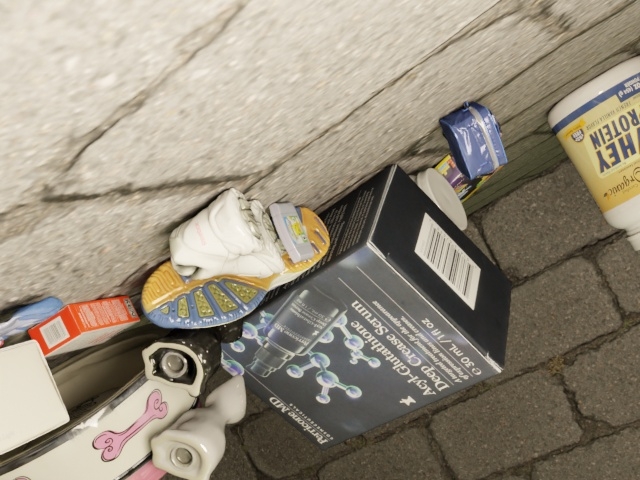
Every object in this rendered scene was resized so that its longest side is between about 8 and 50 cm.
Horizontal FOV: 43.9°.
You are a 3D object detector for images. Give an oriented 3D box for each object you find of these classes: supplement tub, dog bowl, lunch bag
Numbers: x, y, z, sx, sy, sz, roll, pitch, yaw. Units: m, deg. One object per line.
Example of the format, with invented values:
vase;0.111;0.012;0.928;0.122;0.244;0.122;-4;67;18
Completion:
supplement tub;0.141;-0.025;1.396;0.199;0.144;0.144;-32;172;26
supplement tub;0.602;-0.163;1.500;0.228;0.316;0.228;-28;173;-4
dog bowl;-0.361;0.293;1.210;0.407;0.150;0.408;-27;-168;6
lunch bag;0.208;-0.139;1.065;0.065;0.098;0.067;-26;-157;0

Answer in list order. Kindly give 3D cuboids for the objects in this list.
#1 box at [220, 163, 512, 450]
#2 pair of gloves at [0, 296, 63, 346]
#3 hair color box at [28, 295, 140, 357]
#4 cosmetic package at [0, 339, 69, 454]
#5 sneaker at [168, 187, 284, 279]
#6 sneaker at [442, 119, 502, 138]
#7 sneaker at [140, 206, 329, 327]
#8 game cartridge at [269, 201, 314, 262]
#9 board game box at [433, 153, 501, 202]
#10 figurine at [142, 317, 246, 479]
box;0.058;0.122;1.286;0.395;0.293;0.212;-34;-159;37
pair of gloves;-0.377;0.110;0.845;0.198;0.023;0.159;-27;176;19
hair color box;-0.308;0.112;1.047;0.072;0.043;0.141;-30;172;15
cosmetic package;-0.474;0.238;0.946;0.309;0.113;0.160;-26;175;26
sneaker;-0.115;0.005;0.927;0.115;0.090;0.232;-22;165;5
sneaker;0.236;-0.158;1.200;0.077;0.072;0.178;-42;178;12
sneaker;-0.121;0.056;1.104;0.296;0.112;0.131;-23;171;-35
game cartridge;-0.038;-0.012;1.046;0.017;0.083;0.056;-27;175;26
board game box;0.244;-0.102;1.504;0.141;0.048;0.170;-16;158;-43
figurine;-0.155;0.201;1.117;0.092;0.215;0.209;4;-164;16
